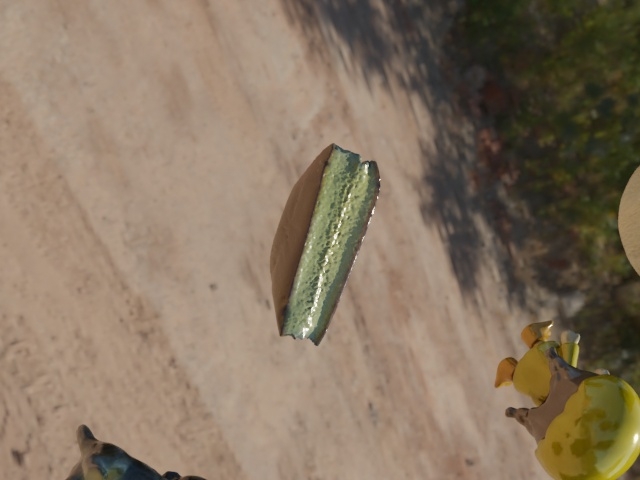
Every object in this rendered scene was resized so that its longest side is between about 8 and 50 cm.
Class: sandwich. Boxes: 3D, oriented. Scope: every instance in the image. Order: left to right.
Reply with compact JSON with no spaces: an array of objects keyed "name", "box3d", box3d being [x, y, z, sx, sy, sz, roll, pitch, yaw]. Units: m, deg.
[{"name":"sandwich","box3d":[0.000,0.000,1.578,0.096,0.094,0.258,-132,-121,-67]}]

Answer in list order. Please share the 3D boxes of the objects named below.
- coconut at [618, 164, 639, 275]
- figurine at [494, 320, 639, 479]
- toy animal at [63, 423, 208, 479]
[{"name":"coconut","box3d":[0.487,-0.029,1.453,0.247,0.245,0.245,151,-76,-71]},{"name":"figurine","box3d":[0.437,0.294,2.197,0.187,0.215,0.344,7,23,-27]},{"name":"toy animal","box3d":[-0.235,0.344,1.603,0.233,0.121,0.169,34,23,-12]}]
